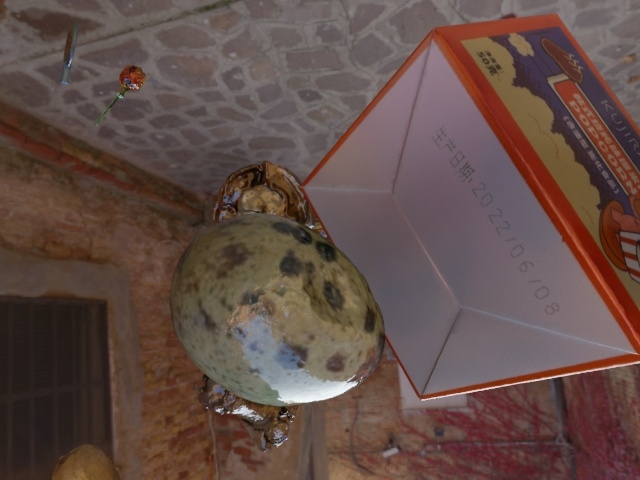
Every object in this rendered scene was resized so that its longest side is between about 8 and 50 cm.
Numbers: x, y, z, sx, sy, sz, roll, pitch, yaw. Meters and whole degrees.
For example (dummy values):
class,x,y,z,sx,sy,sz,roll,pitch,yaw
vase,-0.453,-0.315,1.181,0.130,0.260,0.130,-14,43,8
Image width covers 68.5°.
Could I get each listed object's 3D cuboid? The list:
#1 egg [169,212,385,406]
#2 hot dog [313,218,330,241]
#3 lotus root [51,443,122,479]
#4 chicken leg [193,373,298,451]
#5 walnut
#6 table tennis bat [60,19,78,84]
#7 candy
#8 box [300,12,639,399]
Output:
class,x,y,z,sx,sy,sz,roll,pitch,yaw
egg,-0.030,0.058,0.375,0.182,0.141,0.141,33,156,-16
hot dog,0.000,0.000,1.314,0.271,0.081,0.162,-5,145,15
lotus root,-0.611,0.723,1.302,0.152,0.342,0.169,-30,-172,-17
chicken leg,-0.087,0.207,0.600,0.080,0.125,0.196,-49,173,-1
walnut,-0.144,-0.062,1.046,0.238,0.204,0.141,-38,-166,-12
table tennis bat,-0.603,-0.451,1.129,0.019,0.155,0.100,9,178,-39
candy,-0.476,-0.339,1.107,0.061,0.201,0.060,13,148,9
box,0.210,-0.030,0.593,0.257,0.348,0.318,-23,168,-36
